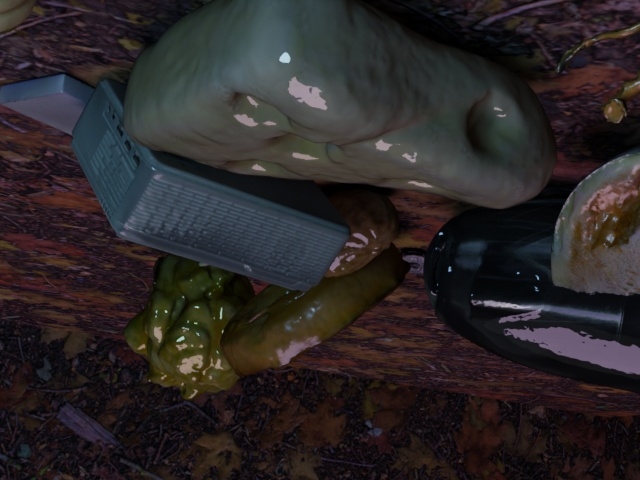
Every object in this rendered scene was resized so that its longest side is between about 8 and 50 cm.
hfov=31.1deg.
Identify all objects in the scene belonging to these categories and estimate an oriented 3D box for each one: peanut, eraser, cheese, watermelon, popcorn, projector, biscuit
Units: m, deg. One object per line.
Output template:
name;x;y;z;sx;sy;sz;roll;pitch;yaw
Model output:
peanut;0.000;0.000;1.491;0.226;0.108;0.095;-16;148;31
eraser;-0.260;-0.139;1.252;0.103;0.023;0.150;-4;163;35
cheese;0.002;-0.113;1.030;0.351;0.130;0.328;16;169;-40
watermelon;0.392;-0.050;1.147;0.321;0.188;0.175;4;123;37
popcorn;-0.197;0.128;1.856;0.215;0.252;0.286;18;-164;-11
projector;-0.118;-0.053;1.195;0.256;0.099;0.192;18;-155;-38
biscuit;-0.016;0.081;1.642;0.296;0.102;0.296;-31;-172;5

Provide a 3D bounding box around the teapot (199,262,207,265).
teapot;-0.134;-0.010;1.453;0.064;0.083;0.064;-5;172;31

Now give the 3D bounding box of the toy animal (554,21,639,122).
toy animal;0.280;-0.161;0.820;0.255;0.114;0.116;0;-151;40

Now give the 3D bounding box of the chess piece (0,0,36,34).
chess piece;-0.226;-0.228;0.778;0.090;0.090;0.200;10;156;-16

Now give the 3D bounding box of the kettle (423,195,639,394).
kettle;0.292;0.041;1.439;0.324;0.228;0.321;10;-162;5

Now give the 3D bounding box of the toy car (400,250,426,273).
toy car;0.145;0.035;1.794;0.041;0.025;0.093;3;167;7
